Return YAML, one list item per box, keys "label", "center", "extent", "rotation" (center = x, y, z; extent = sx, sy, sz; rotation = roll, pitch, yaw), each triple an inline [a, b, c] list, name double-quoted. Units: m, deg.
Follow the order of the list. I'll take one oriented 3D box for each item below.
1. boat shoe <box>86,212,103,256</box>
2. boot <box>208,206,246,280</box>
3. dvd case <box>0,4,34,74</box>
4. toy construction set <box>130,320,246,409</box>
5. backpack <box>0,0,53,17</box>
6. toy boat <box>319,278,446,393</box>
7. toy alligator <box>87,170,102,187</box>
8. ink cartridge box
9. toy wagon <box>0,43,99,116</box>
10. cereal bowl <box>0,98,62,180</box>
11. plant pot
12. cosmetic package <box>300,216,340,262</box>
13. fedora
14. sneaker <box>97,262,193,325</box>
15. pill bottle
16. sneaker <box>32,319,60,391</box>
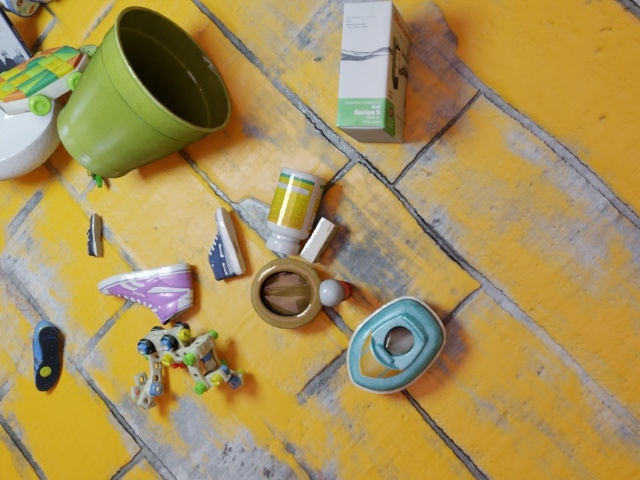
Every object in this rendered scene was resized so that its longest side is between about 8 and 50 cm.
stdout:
- label: "boat shoe"
  center: [-0.658, -0.016, 1.887]
  extent: [0.038, 0.046, 0.125]
  rotation: [-2, 96, 14]
- label: "boot"
  center: [-0.268, 0.011, 1.741]
  extent: [0.086, 0.069, 0.190]
  rotation: [-18, 85, 14]
- label: "dvd case"
  center: [-0.948, -0.562, 1.923]
  extent: [0.179, 0.239, 0.029]
  rotation: [-7, 42, 18]
- label: "toy construction set"
  center: [-0.375, 0.333, 1.738]
  extent: [0.327, 0.151, 0.215]
  rotation: [-21, 109, 24]
- label: "backpack"
  center: [-0.876, -0.785, 1.885]
  extent: [0.213, 0.276, 0.263]
  rotation: [21, 99, 5]
- label: "toy boat"
  center: [0.124, 0.213, 1.564]
  extent: [0.318, 0.148, 0.267]
  rotation: [45, 102, 14]
- label: "toy alligator"
  center: [-0.654, -0.242, 1.890]
  extent: [0.051, 0.056, 0.190]
  rotation: [-17, 81, 58]
- label: "ink cartridge box"
  center: [0.129, -0.390, 1.545]
  extent: [0.121, 0.211, 0.289]
  rotation: [4, 90, 19]
- label: "toy wagon"
  center: [-0.747, -0.469, 1.822]
  extent: [0.344, 0.068, 0.267]
  rotation: [-40, 47, -20]
- label: "cereal bowl"
  center: [-0.894, -0.300, 1.891]
  extent: [0.339, 0.141, 0.339]
  rotation: [-6, 56, 9]
- label: "plant pot"
  center: [-0.489, -0.349, 1.703]
  extent: [0.353, 0.366, 0.366]
  rotation: [-31, 79, 27]
- label: "cosmetic package"
  center: [0.000, 0.000, 1.658]
  extent: [0.041, 0.060, 0.115]
  rotation: [33, 100, 15]
- label: "fedora"
  center: [-0.079, 0.135, 1.670]
  extent: [0.194, 0.079, 0.194]
  rotation: [0, 88, 12]
- label: "sneaker"
  center: [-0.483, 0.161, 1.795]
  extent: [0.282, 0.102, 0.161]
  rotation: [-9, 89, 18]
- label: "pill bottle"
  center: [-0.070, -0.071, 1.653]
  extent: [0.117, 0.117, 0.208]
  rotation: [17, 94, 18]
- label: "sneaker"
  center: [-0.815, 0.338, 1.927]
  extent: [0.082, 0.069, 0.209]
  rotation: [16, 104, 51]
